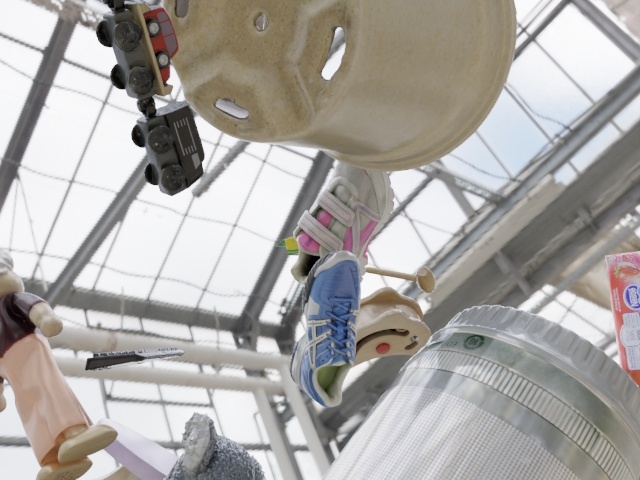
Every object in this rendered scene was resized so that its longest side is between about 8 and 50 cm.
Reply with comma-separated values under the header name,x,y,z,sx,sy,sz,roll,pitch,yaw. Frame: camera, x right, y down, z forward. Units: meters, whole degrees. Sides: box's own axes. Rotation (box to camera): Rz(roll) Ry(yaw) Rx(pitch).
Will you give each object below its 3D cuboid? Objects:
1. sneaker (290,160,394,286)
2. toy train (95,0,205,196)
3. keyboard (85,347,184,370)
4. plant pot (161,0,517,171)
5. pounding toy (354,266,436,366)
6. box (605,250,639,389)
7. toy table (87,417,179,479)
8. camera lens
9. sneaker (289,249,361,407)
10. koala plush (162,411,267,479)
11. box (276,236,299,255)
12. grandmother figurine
name,x,y,z,sx,sy,sz,roll,pitch,yaw
sneaker,0.025,-0.021,1.066,0.111,0.103,0.252,-16,-49,-41
toy train,-0.087,-0.097,0.355,0.036,0.027,0.158,-32,-56,-30
keyboard,-0.268,0.164,1.019,0.108,0.023,0.180,-12,-9,6
plant pot,0.008,-0.225,0.785,0.334,0.334,0.305,-50,-14,28
pounding toy,0.128,0.155,1.490,0.269,0.155,0.154,-28,-49,11
box,0.537,0.141,1.155,0.128,0.257,0.123,-9,-50,21
toy table,-0.301,0.440,1.217,0.161,0.274,0.252,-55,-5,-9
camera lens,0.121,0.218,0.596,0.274,0.219,0.219,-49,-28,-27
sneaker,0.020,0.112,0.908,0.080,0.081,0.211,-4,-63,-25
koala plush,-0.143,0.339,0.890,0.203,0.221,0.196,-7,-43,29
box,0.000,0.000,1.633,0.179,0.043,0.105,-14,-7,21
grandmother figurine,-0.396,0.154,0.970,0.208,0.342,0.104,-43,-25,18
